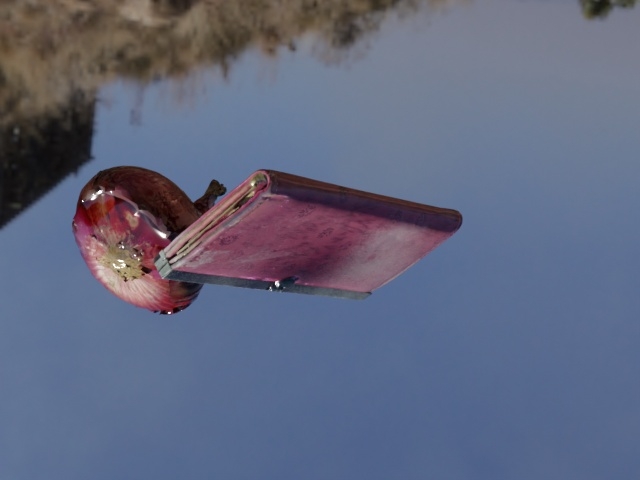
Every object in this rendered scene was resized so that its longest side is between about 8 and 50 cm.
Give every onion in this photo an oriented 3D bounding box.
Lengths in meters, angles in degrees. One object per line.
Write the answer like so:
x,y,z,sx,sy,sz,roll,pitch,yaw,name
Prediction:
-0.144,-0.016,1.149,0.150,0.150,0.140,16,-138,33,onion

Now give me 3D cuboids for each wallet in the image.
0.000,0.000,0.903,0.232,0.119,0.025,9,-130,-51,wallet
